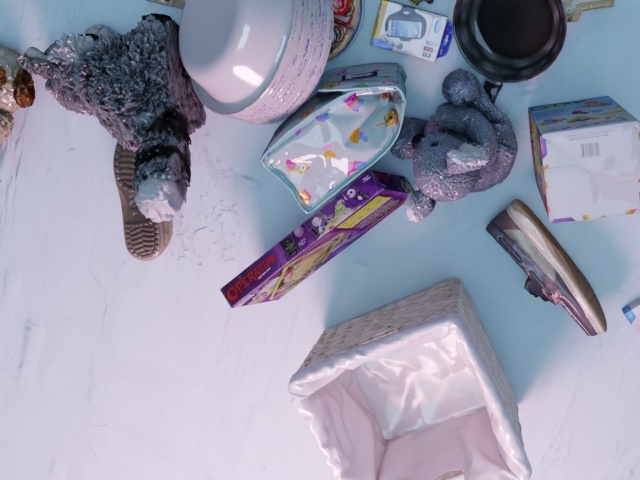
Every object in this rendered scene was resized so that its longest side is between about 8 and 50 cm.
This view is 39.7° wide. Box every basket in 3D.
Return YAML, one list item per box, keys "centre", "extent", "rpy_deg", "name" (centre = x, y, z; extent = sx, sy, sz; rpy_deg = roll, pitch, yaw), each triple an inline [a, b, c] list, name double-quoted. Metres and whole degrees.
- centre: [0.167, 0.286, 1.611]
  extent: [0.328, 0.266, 0.331]
  rpy_deg: [-24, 102, 16]
  name: "basket"

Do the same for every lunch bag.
- centre: [0.039, -0.199, 1.507]
  extent: [0.262, 0.223, 0.160]
  rpy_deg: [-41, 102, 17]
  name: "lunch bag"

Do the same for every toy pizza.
- centre: [-0.024, -0.407, 1.551]
  extent: [0.201, 0.032, 0.201]
  rpy_deg: [2, 108, 6]
  name: "toy pizza"

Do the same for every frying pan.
- centre: [0.328, -0.303, 1.501]
  extent: [0.197, 0.053, 0.326]
  rpy_deg: [3, 117, 32]
  name: "frying pan"

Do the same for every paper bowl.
- centre: [-0.122, -0.340, 1.442]
  extent: [0.284, 0.148, 0.284]
  rpy_deg: [-11, 76, 47]
  name: "paper bowl"

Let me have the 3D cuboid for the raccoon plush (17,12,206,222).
- centre: [-0.376, -0.218, 1.496]
  extent: [0.299, 0.447, 0.216]
  rpy_deg: [-9, 131, 11]
  name: "raccoon plush"

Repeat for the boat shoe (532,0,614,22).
- centre: [0.423, -0.387, 1.476]
  extent: [0.135, 0.050, 0.045]
  rpy_deg: [-17, 98, 14]
  name: "boat shoe"

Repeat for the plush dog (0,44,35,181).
- centre: [-0.624, -0.256, 1.641]
  extent: [0.262, 0.210, 0.225]
  rpy_deg: [37, 94, 20]
  name: "plush dog"

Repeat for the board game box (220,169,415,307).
- centre: [0.000, 0.000, 1.583]
  extent: [0.346, 0.208, 0.056]
  rpy_deg: [-38, 73, 17]
  name: "board game box"

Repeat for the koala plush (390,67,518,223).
- centre: [0.222, -0.135, 1.478]
  extent: [0.203, 0.221, 0.196]
  rpy_deg: [42, 125, -6]
  name: "koala plush"

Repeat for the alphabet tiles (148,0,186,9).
- centre: [-0.203, -0.574, 1.547]
  extent: [0.285, 0.011, 0.343]
  rpy_deg: [14, 108, 6]
  name: "alphabet tiles"

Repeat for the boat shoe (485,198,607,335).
- centre: [0.406, 0.060, 1.593]
  extent: [0.092, 0.103, 0.285]
  rpy_deg: [-36, 94, 23]
  name: "boat shoe"

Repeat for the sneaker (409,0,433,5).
- centre: [0.157, -0.421, 1.521]
  extent: [0.083, 0.031, 0.035]
  rpy_deg: [2, 107, 9]
  name: "sneaker"

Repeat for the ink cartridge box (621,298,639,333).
- centre: [0.599, 0.127, 1.613]
  extent: [0.083, 0.028, 0.048]
  rpy_deg: [-34, 99, 17]
  name: "ink cartridge box"

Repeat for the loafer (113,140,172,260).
- centre: [-0.329, -0.097, 1.676]
  extent: [0.101, 0.092, 0.269]
  rpy_deg: [1, 91, 8]
  name: "loafer"

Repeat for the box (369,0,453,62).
- centre: [0.161, -0.363, 1.541]
  extent: [0.136, 0.028, 0.081]
  rpy_deg: [17, 108, 6]
  name: "box"

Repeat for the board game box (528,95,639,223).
- centre: [0.422, -0.137, 1.433]
  extent: [0.144, 0.275, 0.142]
  rpy_deg: [-7, 106, 11]
  name: "board game box"
